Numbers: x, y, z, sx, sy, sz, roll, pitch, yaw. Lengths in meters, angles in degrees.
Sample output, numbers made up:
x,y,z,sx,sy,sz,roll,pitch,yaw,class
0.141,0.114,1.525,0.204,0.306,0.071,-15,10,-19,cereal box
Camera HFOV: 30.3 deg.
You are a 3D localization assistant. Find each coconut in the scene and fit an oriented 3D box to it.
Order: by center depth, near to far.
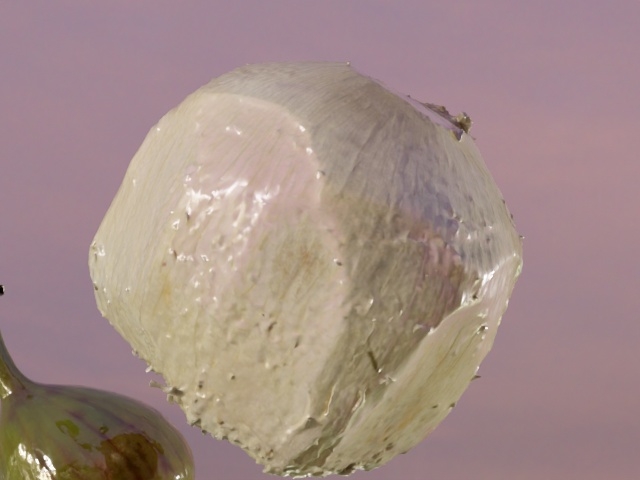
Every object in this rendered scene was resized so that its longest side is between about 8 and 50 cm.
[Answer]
x,y,z,sx,sy,sz,roll,pitch,yaw,class
0.000,0.000,0.858,0.297,0.297,0.255,20,-67,-29,coconut

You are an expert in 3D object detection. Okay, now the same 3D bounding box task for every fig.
x,y,z,sx,sy,sz,roll,pitch,yaw,class
-0.221,0.147,0.983,0.259,0.151,0.151,54,-40,-4,fig
